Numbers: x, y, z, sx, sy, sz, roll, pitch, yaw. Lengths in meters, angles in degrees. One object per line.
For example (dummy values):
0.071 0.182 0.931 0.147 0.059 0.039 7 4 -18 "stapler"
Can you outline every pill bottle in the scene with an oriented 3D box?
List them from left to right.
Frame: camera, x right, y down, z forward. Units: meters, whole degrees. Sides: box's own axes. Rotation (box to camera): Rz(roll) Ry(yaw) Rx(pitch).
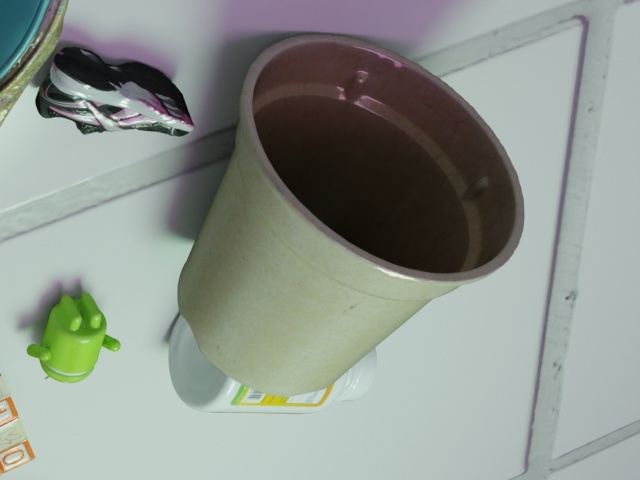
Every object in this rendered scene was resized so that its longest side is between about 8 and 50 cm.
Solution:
-0.052 0.145 2.049 0.245 0.136 0.136 7 127 -42 "pill bottle"

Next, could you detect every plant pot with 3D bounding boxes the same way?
0.000 0.000 1.817 0.334 0.334 0.305 -1 143 -37 "plant pot"

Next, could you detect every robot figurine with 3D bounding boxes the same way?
-0.282 0.114 1.896 0.101 0.067 0.115 -8 136 -34 "robot figurine"

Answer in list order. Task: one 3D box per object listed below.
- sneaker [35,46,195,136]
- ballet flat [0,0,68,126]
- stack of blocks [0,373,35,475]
-0.212 -0.139 1.686 0.178 0.072 0.077 20 130 -39 "sneaker"
-0.322 -0.152 1.552 0.123 0.123 0.348 15 121 -46 "ballet flat"
-0.435 0.165 1.818 0.171 0.087 0.297 -25 142 -13 "stack of blocks"
